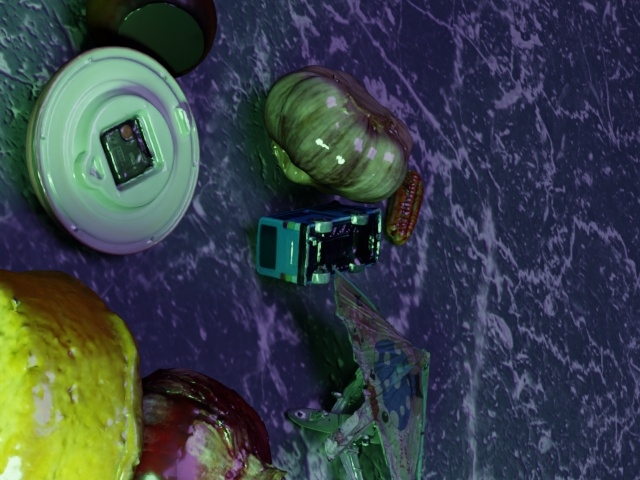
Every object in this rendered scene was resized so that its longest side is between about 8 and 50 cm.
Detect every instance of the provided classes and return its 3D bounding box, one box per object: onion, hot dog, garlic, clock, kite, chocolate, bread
[{"bbox_3d":[-0.135,0.262,1.467,0.252,0.219,0.252,13,74,-55],"label":"onion"},{"bbox_3d":[0.134,-0.053,2.124,0.062,0.038,0.144,47,43,-33],"label":"hot dog"},{"bbox_3d":[0.021,-0.137,1.895,0.245,0.160,0.245,37,14,-11],"label":"garlic"},{"bbox_3d":[-0.235,-0.105,1.571,0.244,0.056,0.244,-3,94,-45],"label":"clock"},{"bbox_3d":[0.081,0.216,1.854,0.368,0.014,0.406,-32,108,-60],"label":"kite"},{"bbox_3d":[-0.212,-0.283,1.663,0.177,0.177,0.176,26,56,-46],"label":"chocolate"},{"bbox_3d":[-0.283,0.165,1.337,0.194,0.179,0.340,25,56,-46],"label":"bread"}]

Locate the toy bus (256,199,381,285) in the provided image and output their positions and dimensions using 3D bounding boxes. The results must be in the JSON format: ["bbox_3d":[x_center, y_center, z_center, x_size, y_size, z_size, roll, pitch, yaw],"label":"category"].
[{"bbox_3d":[0.000,0.000,1.855,0.185,0.106,0.090,-13,109,-54],"label":"toy bus"}]

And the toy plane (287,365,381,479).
[{"bbox_3d":[0.043,0.257,1.852,0.226,0.058,0.226,26,59,-47],"label":"toy plane"}]
